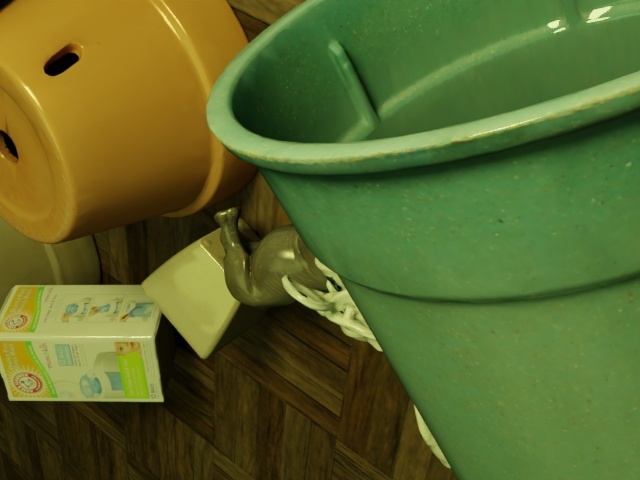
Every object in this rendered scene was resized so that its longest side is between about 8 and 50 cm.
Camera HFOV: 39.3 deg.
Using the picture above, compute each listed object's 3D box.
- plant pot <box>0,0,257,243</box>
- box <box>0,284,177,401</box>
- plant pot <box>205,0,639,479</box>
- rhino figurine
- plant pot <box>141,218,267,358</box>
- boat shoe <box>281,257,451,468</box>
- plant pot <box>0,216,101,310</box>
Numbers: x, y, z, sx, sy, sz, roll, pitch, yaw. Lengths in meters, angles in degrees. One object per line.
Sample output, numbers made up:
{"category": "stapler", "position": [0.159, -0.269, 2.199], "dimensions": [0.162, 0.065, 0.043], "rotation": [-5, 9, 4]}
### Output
{"category": "plant pot", "position": [-0.224, -0.128, 0.873], "dimensions": [0.290, 0.203, 0.291], "rotation": [25, 134, 30]}
{"category": "box", "position": [-0.295, 0.129, 1.136], "dimensions": [0.203, 0.103, 0.114], "rotation": [0, 125, 2]}
{"category": "plant pot", "position": [0.162, 0.003, 0.505], "dimensions": [0.341, 0.341, 0.334], "rotation": [3, 129, 44]}
{"category": "rhino figurine", "position": [0.000, 0.000, 0.835], "dimensions": [0.243, 0.073, 0.106], "rotation": [-15, 92, 33]}
{"category": "plant pot", "position": [-0.105, 0.041, 0.962], "dimensions": [0.109, 0.109, 0.096], "rotation": [48, 130, 7]}
{"category": "boat shoe", "position": [0.045, 0.023, 0.692], "dimensions": [0.136, 0.156, 0.367], "rotation": [-133, 31, -68]}
{"category": "plant pot", "position": [-0.513, 0.027, 1.223], "dimensions": [0.323, 0.280, 0.323], "rotation": [26, 133, 32]}
